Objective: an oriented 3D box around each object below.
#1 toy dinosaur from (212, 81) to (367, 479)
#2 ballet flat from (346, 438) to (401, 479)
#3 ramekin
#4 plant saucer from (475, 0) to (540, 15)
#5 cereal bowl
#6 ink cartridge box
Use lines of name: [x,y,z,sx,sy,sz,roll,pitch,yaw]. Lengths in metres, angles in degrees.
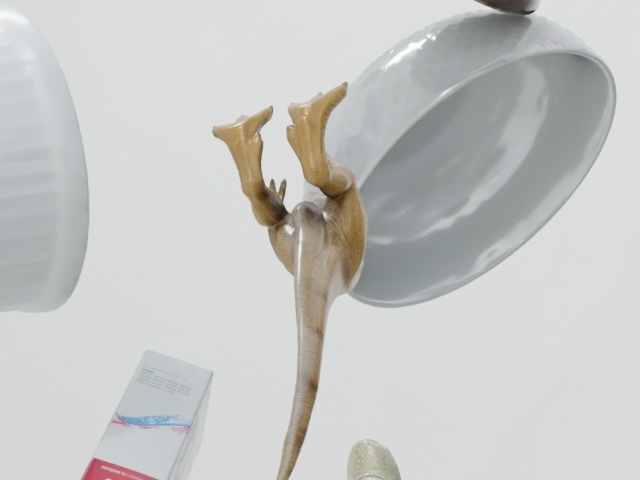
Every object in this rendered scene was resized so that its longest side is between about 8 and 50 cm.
toy dinosaur: [0.000,0.000,0.472,0.064,0.112,0.211,-19,14,11]
ballet flat: [0.059,0.285,1.166,0.052,0.057,0.168,-82,-15,-75]
ramekin: [-0.321,-0.061,0.991,0.135,0.277,0.277,-12,-33,-36]
plant saucer: [0.091,-0.324,1.024,0.050,0.311,0.310,-49,-3,30]
cereal bowl: [0.120,-0.096,1.147,0.339,0.141,0.339,-26,-32,-18]
ink cartridge box: [-0.163,0.208,1.057,0.175,0.072,0.127,-69,-5,-46]
